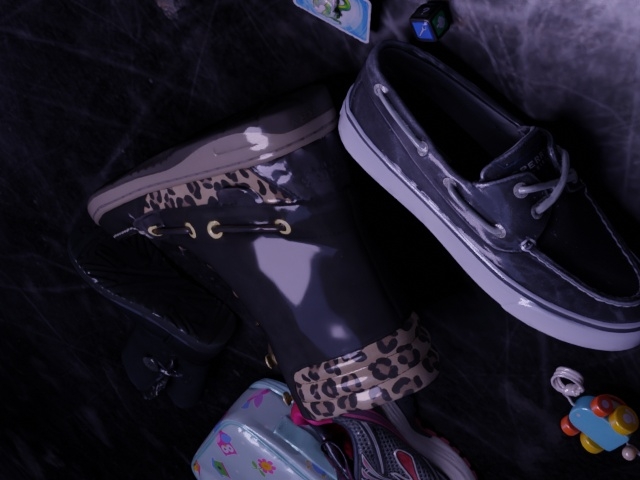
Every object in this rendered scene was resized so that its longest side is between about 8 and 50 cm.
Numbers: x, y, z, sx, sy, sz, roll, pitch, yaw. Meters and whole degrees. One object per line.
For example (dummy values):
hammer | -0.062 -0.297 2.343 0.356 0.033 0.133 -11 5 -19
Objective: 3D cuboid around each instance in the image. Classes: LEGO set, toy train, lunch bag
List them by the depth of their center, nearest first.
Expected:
LEGO set | 0.001 -0.248 0.730 0.244 0.060 0.182 33 155 17
toy train | 0.288 0.148 0.837 0.166 0.046 0.125 11 132 33
lunch bag | -0.018 0.315 1.246 0.279 0.108 0.224 38 138 4

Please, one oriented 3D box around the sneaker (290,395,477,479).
sneaker | 0.074 0.254 1.093 0.299 0.112 0.121 52 143 -13

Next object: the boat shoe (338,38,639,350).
boat shoe | 0.145 -0.040 0.735 0.301 0.108 0.102 44 149 12

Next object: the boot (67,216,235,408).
boot | -0.236 0.104 1.254 0.246 0.094 0.207 35 140 1

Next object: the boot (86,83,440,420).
boot | -0.064 0.028 0.939 0.377 0.138 0.284 -17 105 49
